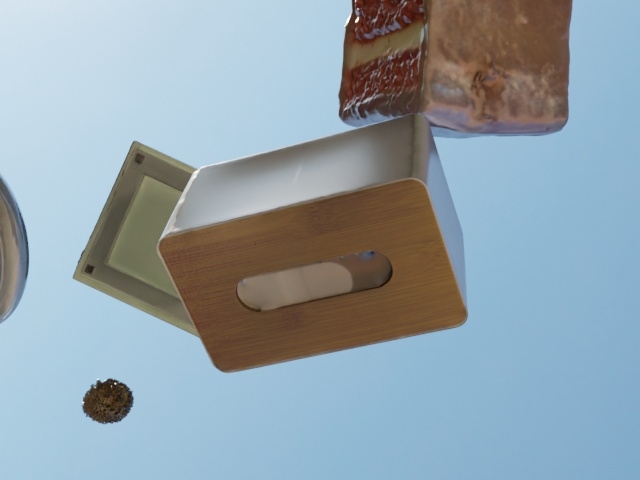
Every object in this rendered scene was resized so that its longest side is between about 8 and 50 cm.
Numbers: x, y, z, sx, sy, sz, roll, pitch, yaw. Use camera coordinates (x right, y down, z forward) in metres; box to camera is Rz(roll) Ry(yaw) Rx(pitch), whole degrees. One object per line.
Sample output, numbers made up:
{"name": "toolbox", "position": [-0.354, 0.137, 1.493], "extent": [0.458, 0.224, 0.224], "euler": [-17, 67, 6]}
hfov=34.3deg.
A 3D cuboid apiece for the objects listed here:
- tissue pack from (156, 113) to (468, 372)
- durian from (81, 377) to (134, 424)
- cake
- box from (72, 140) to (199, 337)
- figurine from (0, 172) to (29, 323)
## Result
{"name": "tissue pack", "position": [0.001, 0.001, 0.961], "extent": [0.246, 0.159, 0.136], "euler": [-13, -150, 16]}
{"name": "durian", "position": [-0.342, 0.259, 1.659], "extent": [0.091, 0.080, 0.080], "euler": [-35, -126, 39]}
{"name": "cake", "position": [0.176, -0.258, 1.428], "extent": [0.309, 0.230, 0.237], "euler": [-171, -93, -67]}
{"name": "box", "position": [-0.216, -0.001, 1.554], "extent": [0.225, 0.117, 0.225], "euler": [24, -88, 7]}
{"name": "figurine", "position": [-0.431, -0.002, 1.034], "extent": [0.205, 0.382, 0.224], "euler": [-22, -95, 10]}
